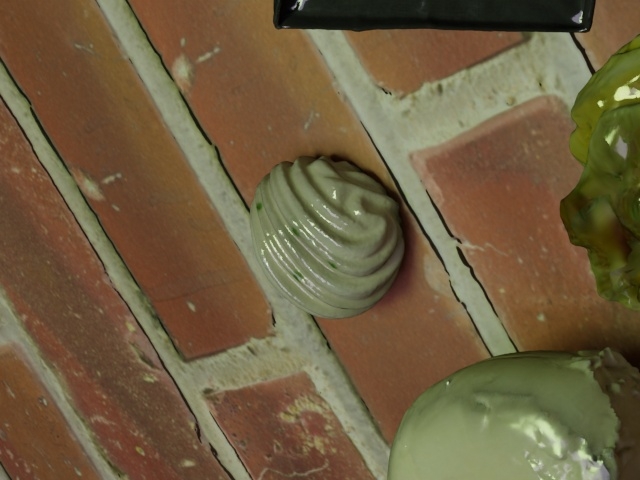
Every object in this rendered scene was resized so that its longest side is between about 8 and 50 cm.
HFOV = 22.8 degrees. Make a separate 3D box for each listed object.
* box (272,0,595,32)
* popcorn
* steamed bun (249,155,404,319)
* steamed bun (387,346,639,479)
[{"bbox_3d":[0.092,-0.345,1.213,0.251,0.204,0.345,1,126,-1],"label":"box"},{"bbox_3d":[0.334,-0.052,1.256,0.293,0.237,0.293,22,127,32],"label":"popcorn"},{"bbox_3d":[0.000,0.000,1.660,0.183,0.106,0.183,21,131,27],"label":"steamed bun"},{"bbox_3d":[0.234,0.252,1.546,0.312,0.233,0.334,-1,108,42],"label":"steamed bun"}]
